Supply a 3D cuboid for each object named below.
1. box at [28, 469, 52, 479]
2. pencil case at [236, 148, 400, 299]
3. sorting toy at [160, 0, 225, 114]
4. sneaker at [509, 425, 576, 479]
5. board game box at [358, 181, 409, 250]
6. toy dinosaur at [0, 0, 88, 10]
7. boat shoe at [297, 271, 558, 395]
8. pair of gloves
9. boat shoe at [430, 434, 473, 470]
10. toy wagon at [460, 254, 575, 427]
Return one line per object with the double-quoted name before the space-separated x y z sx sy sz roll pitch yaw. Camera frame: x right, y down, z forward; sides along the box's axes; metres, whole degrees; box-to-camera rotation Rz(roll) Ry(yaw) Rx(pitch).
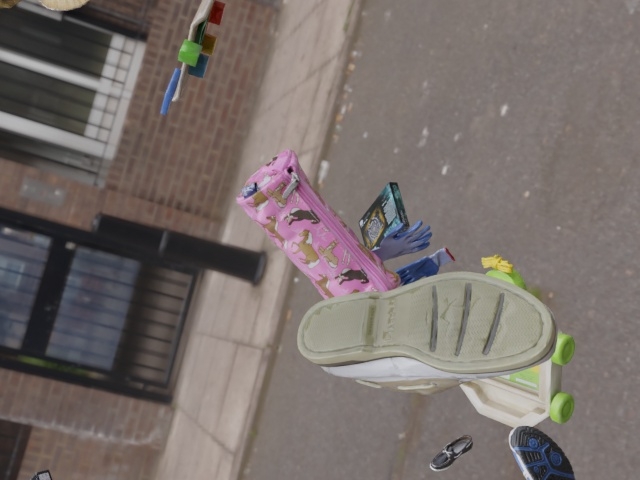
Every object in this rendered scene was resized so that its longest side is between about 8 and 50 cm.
"box" -0.339 0.332 1.028 0.067 0.018 0.083 -45 63 37
"pencil case" 0.000 0.000 1.738 0.160 0.386 0.167 -38 12 10
"sorting toy" -0.213 -0.369 1.533 0.196 0.047 0.347 120 166 -44
"sneaker" 0.365 0.388 1.344 0.080 0.211 0.081 -37 1 -28
"board game box" 0.151 -0.039 2.034 0.186 0.026 0.126 126 137 -53
"toy dinosaur" -0.238 -0.255 0.822 0.053 0.183 0.092 86 170 -52
"boat shoe" 0.123 0.108 0.923 0.302 0.103 0.113 -4 59 38
"pair of gloves" 0.199 0.036 1.853 0.159 0.198 0.023 -30 40 23
"boat shoe" 0.312 0.504 2.001 0.046 0.125 0.038 42 146 45
"toy wagon" 0.352 0.187 1.585 0.267 0.068 0.344 15 116 45
